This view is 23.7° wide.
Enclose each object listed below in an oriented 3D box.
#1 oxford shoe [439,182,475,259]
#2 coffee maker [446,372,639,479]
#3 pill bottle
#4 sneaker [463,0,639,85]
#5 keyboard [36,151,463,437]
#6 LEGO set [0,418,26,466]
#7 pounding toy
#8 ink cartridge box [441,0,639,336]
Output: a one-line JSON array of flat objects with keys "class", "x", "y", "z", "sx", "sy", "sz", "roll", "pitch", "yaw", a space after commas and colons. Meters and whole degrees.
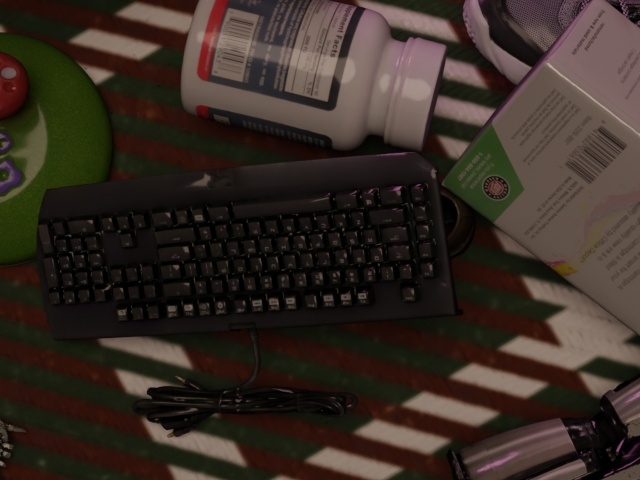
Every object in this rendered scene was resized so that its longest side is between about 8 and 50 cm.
[{"class": "oxford shoe", "x": 0.000, "y": 0.000, "z": 1.115, "sx": 0.227, "sy": 0.096, "sz": 0.083, "roll": -19, "pitch": 84, "yaw": 4}, {"class": "coffee maker", "x": 0.199, "y": 0.192, "z": 1.077, "sx": 0.178, "sy": 0.120, "sz": 0.171, "roll": -22, "pitch": 105, "yaw": 3}, {"class": "pill bottle", "x": -0.003, "y": -0.124, "z": 1.123, "sx": 0.180, "sy": 0.108, "sz": 0.108, "roll": 14, "pitch": 84, "yaw": 6}, {"class": "sneaker", "x": 0.240, "y": -0.152, "z": 1.075, "sx": 0.268, "sy": 0.153, "sz": 0.101, "roll": 26, "pitch": 55, "yaw": 4}, {"class": "keyboard", "x": -0.055, "y": 0.047, "z": 1.088, "sx": 0.317, "sy": 0.033, "sz": 0.202, "roll": -5, "pitch": 105, "yaw": 22}, {"class": "LEGO set", "x": -0.256, "y": 0.147, "z": 1.151, "sx": 0.054, "sy": 0.023, "sz": 0.083, "roll": -40, "pitch": 82, "yaw": -1}, {"class": "pounding toy", "x": -0.281, "y": -0.076, "z": 1.137, "sx": 0.236, "sy": 0.110, "sz": 0.183, "roll": -1, "pitch": 83, "yaw": 4}, {"class": "ink cartridge box", "x": 0.217, "y": -0.038, "z": 1.051, "sx": 0.212, "sy": 0.154, "sz": 0.093, "roll": 39, "pitch": 50, "yaw": 1}]
